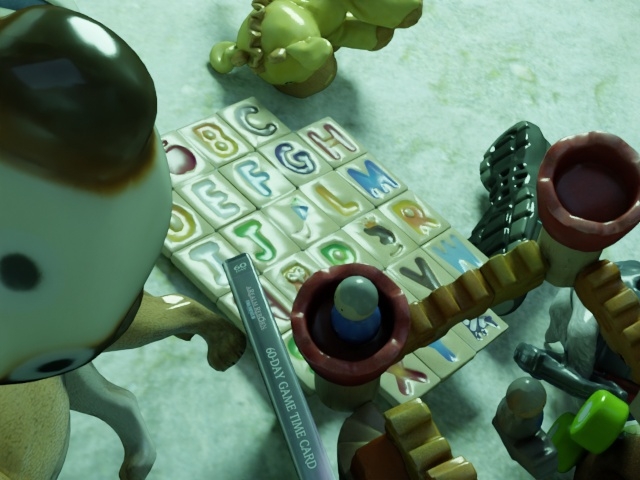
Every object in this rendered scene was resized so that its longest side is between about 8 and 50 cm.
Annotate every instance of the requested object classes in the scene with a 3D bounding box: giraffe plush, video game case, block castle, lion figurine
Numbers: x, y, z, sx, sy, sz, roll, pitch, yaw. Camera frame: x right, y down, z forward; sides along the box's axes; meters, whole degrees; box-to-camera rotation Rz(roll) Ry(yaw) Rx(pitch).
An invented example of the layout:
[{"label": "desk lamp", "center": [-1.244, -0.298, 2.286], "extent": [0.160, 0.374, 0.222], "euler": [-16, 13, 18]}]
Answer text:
[{"label": "giraffe plush", "center": [-0.017, -0.224, 1.359], "extent": [0.210, 0.181, 0.170], "euler": [32, 57, -24]}, {"label": "video game case", "center": [-0.001, 0.165, 0.912], "extent": [0.026, 0.196, 0.274], "euler": [-20, 48, -3]}, {"label": "block castle", "center": [0.196, 0.172, 0.924], "extent": [0.303, 0.213, 0.453], "euler": [-27, 70, -11]}, {"label": "lion figurine", "center": [-0.197, 0.116, 0.822], "extent": [0.240, 0.142, 0.392], "euler": [39, 31, -19]}]

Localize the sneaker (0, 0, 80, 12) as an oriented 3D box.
[{"label": "sneaker", "center": [-0.331, -0.146, 1.054], "extent": [0.350, 0.131, 0.148], "euler": [0, 76, -50]}]

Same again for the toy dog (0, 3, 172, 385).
[{"label": "toy dog", "center": [-0.274, -0.058, 0.707], "extent": [0.408, 0.284, 0.395], "euler": [29, 42, 14]}]

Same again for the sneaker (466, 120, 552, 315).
[{"label": "sneaker", "center": [0.218, -0.015, 1.357], "extent": [0.106, 0.101, 0.267], "euler": [40, 42, -19]}]

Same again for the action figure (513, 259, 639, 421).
[{"label": "action figure", "center": [0.361, 0.098, 1.221], "extent": [0.330, 0.178, 0.341], "euler": [11, -7, 45]}]

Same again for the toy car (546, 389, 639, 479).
[{"label": "toy car", "center": [0.241, 0.250, 1.103], "extent": [0.155, 0.149, 0.188], "euler": [34, 65, 2]}]

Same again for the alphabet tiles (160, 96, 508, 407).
[{"label": "alphabet tiles", "center": [0.000, 0.000, 1.196], "extent": [0.342, 0.011, 0.285], "euler": [43, 43, 17]}]
